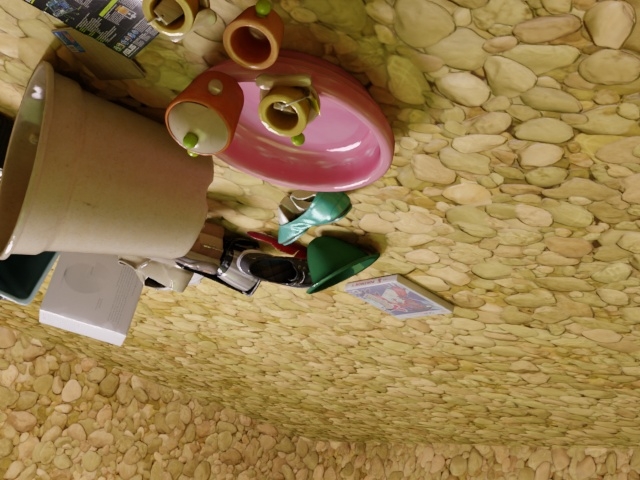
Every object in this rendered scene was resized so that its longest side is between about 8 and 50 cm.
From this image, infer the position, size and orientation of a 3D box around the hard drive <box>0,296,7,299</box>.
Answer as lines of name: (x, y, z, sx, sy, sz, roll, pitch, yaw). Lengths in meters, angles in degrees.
hard drive: (-0.852, 0.016, 2.023, 0.339, 0.237, 0.064, 14, 134, 12)

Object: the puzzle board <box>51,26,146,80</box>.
puzzle board: (-0.347, -0.295, 1.306, 0.096, 0.011, 0.128, 3, 155, 27)

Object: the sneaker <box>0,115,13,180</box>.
sneaker: (-0.615, -0.159, 1.638, 0.331, 0.122, 0.146, 24, 154, -23)

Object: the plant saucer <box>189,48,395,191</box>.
plant saucer: (-0.043, -0.188, 1.286, 0.332, 0.084, 0.332, 13, 158, 5)

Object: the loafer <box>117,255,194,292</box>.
loafer: (-0.411, 0.068, 2.017, 0.269, 0.092, 0.102, 9, 174, 43)

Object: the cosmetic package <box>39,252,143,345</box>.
cosmetic package: (-0.586, 0.129, 2.168, 0.225, 0.224, 0.138, 19, 157, -11)

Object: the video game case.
video game case: (0.189, 0.139, 2.003, 0.201, 0.023, 0.183, 29, 153, -32)

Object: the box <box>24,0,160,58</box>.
box: (-0.298, -0.338, 1.133, 0.184, 0.045, 0.191, 28, 154, -27)

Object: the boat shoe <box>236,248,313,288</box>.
boat shoe: (-0.072, 0.068, 1.857, 0.229, 0.080, 0.076, 15, -172, -27)

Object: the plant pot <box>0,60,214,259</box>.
plant pot: (-0.364, -0.101, 1.428, 0.306, 0.333, 0.334, 14, 160, -28)

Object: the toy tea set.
toy tea set: (-0.136, -0.235, 1.040, 0.200, 0.124, 0.336, -2, 133, 23)

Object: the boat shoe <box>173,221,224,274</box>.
boat shoe: (-0.321, -0.029, 1.793, 0.324, 0.116, 0.123, 22, -179, 34)

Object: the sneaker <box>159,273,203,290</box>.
sneaker: (-0.352, 0.088, 2.128, 0.095, 0.090, 0.235, 16, 161, -30)

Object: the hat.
hat: (0.000, 0.000, 1.784, 0.209, 0.183, 0.173, -19, 166, -43)

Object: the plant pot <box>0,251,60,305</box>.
plant pot: (-0.725, -0.046, 1.830, 0.248, 0.247, 0.252, 34, 175, -40)

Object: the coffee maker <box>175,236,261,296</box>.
coffee maker: (-0.240, 0.048, 1.912, 0.178, 0.120, 0.171, 28, 155, -29)

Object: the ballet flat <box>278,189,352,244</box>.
ballet flat: (-0.031, -0.060, 1.611, 0.087, 0.083, 0.247, 47, 148, -12)
